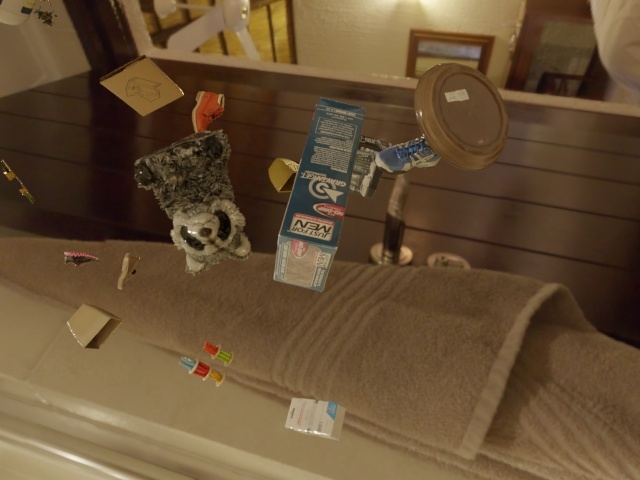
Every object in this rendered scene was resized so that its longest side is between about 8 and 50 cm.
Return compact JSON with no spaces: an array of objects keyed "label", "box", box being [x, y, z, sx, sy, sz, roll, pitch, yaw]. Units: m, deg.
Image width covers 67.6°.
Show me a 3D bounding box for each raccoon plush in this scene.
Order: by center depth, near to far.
[{"label":"raccoon plush","box":[-0.268,-0.118,1.217,0.446,0.216,0.299,-72,-35,-66]}]

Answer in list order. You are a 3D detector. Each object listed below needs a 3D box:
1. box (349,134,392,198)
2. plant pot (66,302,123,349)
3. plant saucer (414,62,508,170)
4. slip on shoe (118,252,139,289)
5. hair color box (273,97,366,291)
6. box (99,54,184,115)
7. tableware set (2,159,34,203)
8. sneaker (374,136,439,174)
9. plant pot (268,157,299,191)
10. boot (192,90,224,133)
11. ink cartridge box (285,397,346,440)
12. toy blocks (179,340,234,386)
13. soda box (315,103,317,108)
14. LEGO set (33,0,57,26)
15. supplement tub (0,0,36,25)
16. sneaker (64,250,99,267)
[{"label":"box","box":[0.105,-0.322,1.948,0.076,0.308,0.242,-77,5,-48]},{"label":"plant pot","box":[-0.661,0.242,1.386,0.109,0.096,0.109,-52,-5,-14]},{"label":"plant saucer","box":[0.348,-0.303,1.142,0.041,0.278,0.277,-27,44,63]},{"label":"slip on shoe","box":[-0.566,0.094,1.410,0.051,0.041,0.135,-105,35,-55]},{"label":"hair color box","box":[0.000,-0.096,0.946,0.173,0.105,0.347,104,179,-58]},{"label":"box","box":[-0.553,-0.479,1.497,0.201,0.165,0.021,41,-152,-67]},{"label":"tableware set","box":[-0.949,-0.177,1.498,0.024,0.104,0.154,-38,-10,-22]},{"label":"sneaker","box":[0.226,-0.222,1.197,0.211,0.080,0.081,-18,-22,-29]},{"label":"plant pot","box":[-0.108,-0.203,1.441,0.081,0.083,0.081,-50,-18,26]},{"label":"boot","box":[-0.335,-0.381,1.436,0.059,0.085,0.157,86,-171,-67]},{"label":"ink cartridge box","box":[-0.017,0.575,1.550,0.060,0.180,0.104,45,-129,-44]},{"label":"toy blocks","box":[-0.359,0.374,1.507,0.054,0.148,0.123,-28,35,48]},{"label":"soda box","box":[0.030,-0.268,1.329,0.074,0.069,0.216,-13,-62,-32]},{"label":"LEGO set","box":[-0.712,-0.589,1.238,0.054,0.023,0.083,14,-110,-41]},{"label":"supplement tub","box":[-0.640,-0.627,0.933,0.324,0.235,0.235,-56,-9,13]},{"label":"sneaker","box":[-0.878,0.073,1.756,0.047,0.119,0.057,11,90,64]}]
